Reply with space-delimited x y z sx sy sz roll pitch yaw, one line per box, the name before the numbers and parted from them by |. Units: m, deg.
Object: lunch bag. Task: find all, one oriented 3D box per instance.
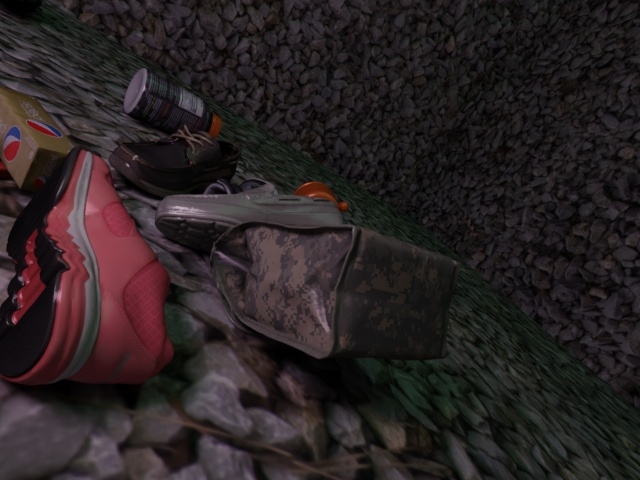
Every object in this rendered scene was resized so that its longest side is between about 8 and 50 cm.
lunch bag | 0.005 0.066 0.605 0.235 0.168 0.287 16 -6 -42

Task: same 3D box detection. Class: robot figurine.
robot figurine | -0.013 -0.091 1.172 0.128 0.158 0.219 53 7 -21

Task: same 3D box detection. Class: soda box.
soda box | -0.383 -0.134 0.554 0.181 0.061 0.058 41 16 27

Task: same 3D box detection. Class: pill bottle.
pill bottle | -0.401 -0.359 1.179 0.246 0.130 0.130 21 20 -43

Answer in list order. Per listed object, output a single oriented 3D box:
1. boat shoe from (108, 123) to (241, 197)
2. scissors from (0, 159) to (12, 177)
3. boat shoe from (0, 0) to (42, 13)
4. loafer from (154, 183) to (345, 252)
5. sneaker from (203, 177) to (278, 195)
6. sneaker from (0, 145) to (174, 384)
boat shoe | -0.274 -0.173 0.854 0.132 0.130 0.355 36 14 5
scissors | -0.406 -0.086 0.504 0.109 0.021 0.297 33 13 -12
boat shoe | -1.001 -0.838 1.378 0.187 0.156 0.500 17 10 -36
loafer | -0.106 -0.039 0.706 0.320 0.112 0.111 7 60 -29
sneaker | -0.163 -0.080 0.853 0.153 0.101 0.268 28 18 -32
sneaker | -0.227 0.022 0.434 0.136 0.116 0.314 35 17 -43
